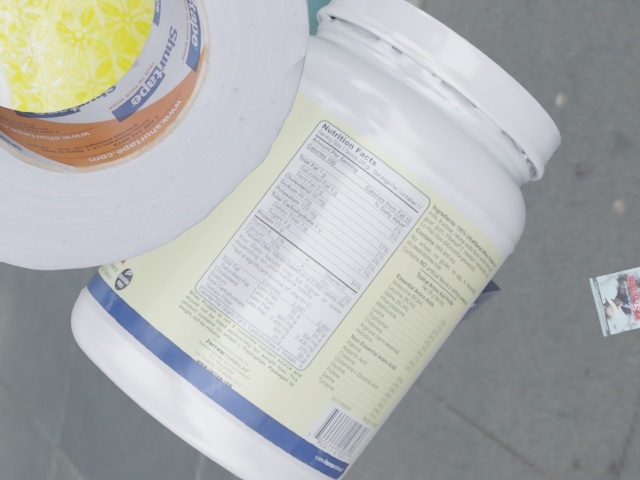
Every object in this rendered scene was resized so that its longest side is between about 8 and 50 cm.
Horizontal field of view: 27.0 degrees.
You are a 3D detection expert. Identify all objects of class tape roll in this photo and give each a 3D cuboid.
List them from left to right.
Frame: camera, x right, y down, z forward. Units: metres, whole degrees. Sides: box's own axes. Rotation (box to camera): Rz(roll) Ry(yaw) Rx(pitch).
[{"bbox_3d":[-0.117,-0.098,0.620,0.072,0.219,0.219,46,124,52],"label":"tape roll"}]

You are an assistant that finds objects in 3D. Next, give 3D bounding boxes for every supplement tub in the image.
[{"bbox_3d":[0.000,0.000,0.973,0.324,0.235,0.235,-53,37,-2],"label":"supplement tub"}]

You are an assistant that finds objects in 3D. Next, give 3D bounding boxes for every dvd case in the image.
[{"bbox_3d":[0.453,0.083,1.913,0.013,0.120,0.087,141,116,-80],"label":"dvd case"}]

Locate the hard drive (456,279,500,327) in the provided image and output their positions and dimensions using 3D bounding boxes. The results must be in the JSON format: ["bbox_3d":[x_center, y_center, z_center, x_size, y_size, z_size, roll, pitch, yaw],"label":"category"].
[{"bbox_3d":[0.127,0.112,1.996,0.172,0.255,0.054,-49,58,54],"label":"hard drive"}]

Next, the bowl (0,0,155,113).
[{"bbox_3d":[-0.264,-0.158,1.124,0.289,0.156,0.289,25,130,34],"label":"bowl"}]

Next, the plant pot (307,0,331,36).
[{"bbox_3d":[-0.087,-0.372,1.759,0.293,0.235,0.293,4,104,16],"label":"plant pot"}]
